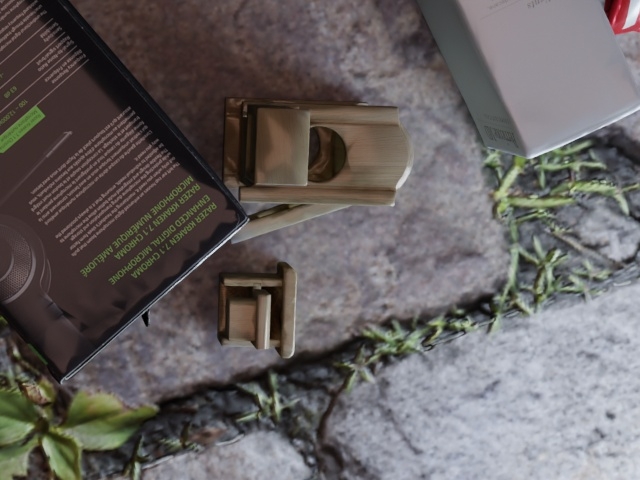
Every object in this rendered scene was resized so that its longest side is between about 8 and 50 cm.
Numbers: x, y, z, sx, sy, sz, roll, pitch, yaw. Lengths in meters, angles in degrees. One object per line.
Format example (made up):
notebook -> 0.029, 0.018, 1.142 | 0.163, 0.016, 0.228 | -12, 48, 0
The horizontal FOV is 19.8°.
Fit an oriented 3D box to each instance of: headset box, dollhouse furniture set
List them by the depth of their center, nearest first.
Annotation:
headset box -> -0.175, -0.072, 1.005 | 0.131, 0.246, 0.283 | -42, 102, -2
dollhouse furniture set -> 0.000, 0.000, 1.070 | 0.101, 0.182, 0.161 | 1, 96, -9

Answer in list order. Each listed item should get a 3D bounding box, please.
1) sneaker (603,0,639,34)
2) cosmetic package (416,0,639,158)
sneaker -> 0.243, -0.150, 1.120 | 0.128, 0.221, 0.087 | -10, 60, 25
cosmetic package -> 0.098, -0.169, 1.099 | 0.085, 0.117, 0.231 | -25, 99, -4
